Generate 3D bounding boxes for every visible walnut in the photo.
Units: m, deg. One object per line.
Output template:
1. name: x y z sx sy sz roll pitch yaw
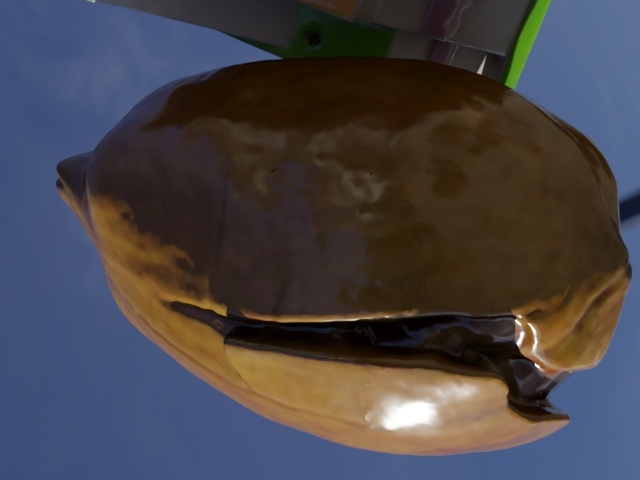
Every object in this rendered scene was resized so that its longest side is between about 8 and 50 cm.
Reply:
1. walnut: 0.000 0.000 0.863 0.209 0.336 0.209 -40 -42 -51

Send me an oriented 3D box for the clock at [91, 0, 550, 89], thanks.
1. clock: -0.018 -0.223 0.889 0.309 0.235 0.166 11 -155 -22
